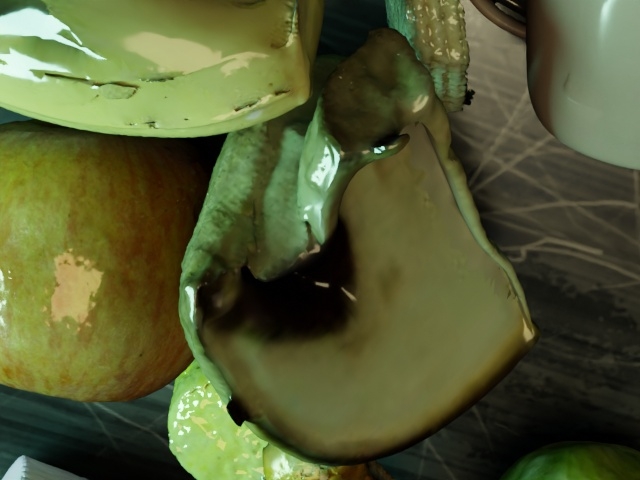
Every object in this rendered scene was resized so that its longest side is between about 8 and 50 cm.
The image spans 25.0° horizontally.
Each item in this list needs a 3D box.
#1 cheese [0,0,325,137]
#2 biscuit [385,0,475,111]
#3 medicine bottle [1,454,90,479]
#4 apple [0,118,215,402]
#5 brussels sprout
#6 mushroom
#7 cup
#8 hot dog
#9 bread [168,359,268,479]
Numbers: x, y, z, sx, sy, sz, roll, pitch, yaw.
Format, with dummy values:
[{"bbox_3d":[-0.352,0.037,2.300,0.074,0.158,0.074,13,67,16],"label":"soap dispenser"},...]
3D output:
[{"bbox_3d":[-0.140,-0.181,0.877,0.316,0.259,0.128,4,146,4],"label":"cheese"},{"bbox_3d":[0.061,-0.194,0.921,0.046,0.147,0.250,-10,121,0],"label":"biscuit"},{"bbox_3d":[-0.145,0.305,1.169,0.291,0.178,0.178,27,115,-15],"label":"medicine bottle"},{"bbox_3d":[-0.166,0.010,0.993,0.211,0.211,0.188,8,95,-6],"label":"apple"},{"bbox_3d":[0.205,0.223,1.169,0.155,0.117,0.155,-19,131,-23],"label":"brussels sprout"},{"bbox_3d":[-0.005,0.008,0.960,0.217,0.212,0.292,-36,147,-7],"label":"mushroom"},{"bbox_3d":[0.196,-0.171,0.928,0.253,0.191,0.200,17,125,23],"label":"cup"},{"bbox_3d":[0.028,0.216,1.122,0.083,0.068,0.289,-32,147,0],"label":"hot dog"},{"bbox_3d":[-0.060,0.120,1.109,0.111,0.114,0.129,27,111,-8],"label":"bread"}]
